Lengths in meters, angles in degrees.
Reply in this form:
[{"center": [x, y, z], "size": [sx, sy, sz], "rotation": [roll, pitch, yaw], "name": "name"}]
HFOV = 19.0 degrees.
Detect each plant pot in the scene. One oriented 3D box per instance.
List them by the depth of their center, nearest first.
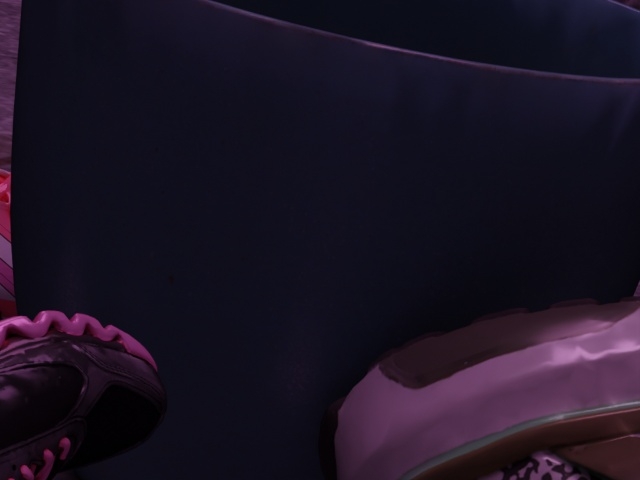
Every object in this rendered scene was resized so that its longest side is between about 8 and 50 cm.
[{"center": [0.000, 0.000, 0.825], "size": [0.293, 0.235, 0.293], "rotation": [11, 17, -3], "name": "plant pot"}]

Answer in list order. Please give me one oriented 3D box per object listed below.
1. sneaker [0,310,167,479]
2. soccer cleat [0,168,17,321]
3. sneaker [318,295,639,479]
[{"center": [-0.078, 0.049, 0.403], "size": [0.119, 0.047, 0.057], "rotation": [-5, 47, -41], "name": "sneaker"}, {"center": [-0.202, -0.018, 0.982], "size": [0.248, 0.095, 0.083], "rotation": [8, 17, -14], "name": "soccer cleat"}, {"center": [0.203, 0.103, 0.633], "size": [0.410, 0.158, 0.182], "rotation": [-17, 51, 16], "name": "sneaker"}]
